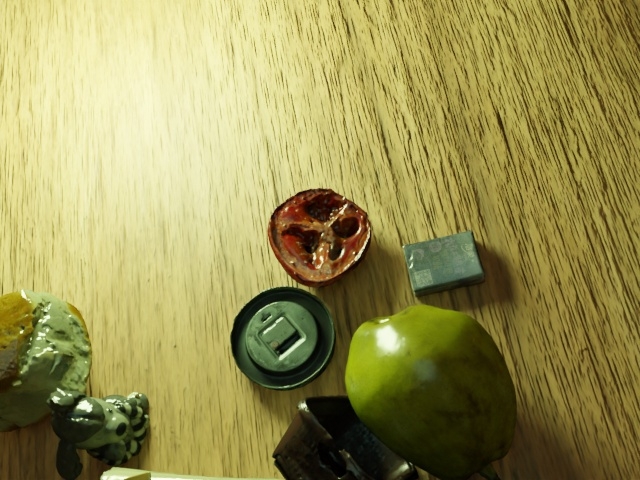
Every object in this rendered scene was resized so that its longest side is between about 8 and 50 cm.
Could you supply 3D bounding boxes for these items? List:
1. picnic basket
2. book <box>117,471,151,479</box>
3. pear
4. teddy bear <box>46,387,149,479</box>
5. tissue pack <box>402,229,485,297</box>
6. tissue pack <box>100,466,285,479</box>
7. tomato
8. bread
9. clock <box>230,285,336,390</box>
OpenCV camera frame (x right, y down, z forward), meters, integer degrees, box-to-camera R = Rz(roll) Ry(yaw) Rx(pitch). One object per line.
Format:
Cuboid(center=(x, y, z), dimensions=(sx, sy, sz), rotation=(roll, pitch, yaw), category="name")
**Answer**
Cuboid(center=(0.041, 0.399, 1.339), dimensions=(0.129, 0.297, 0.222), rotation=(-49, 64, 8), category="picnic basket")
Cuboid(center=(-0.371, 0.484, 1.286), dimensions=(0.172, 0.012, 0.118), rotation=(-18, 61, 5), category="book")
Cuboid(center=(0.217, 0.286, 1.355), dimensions=(0.287, 0.287, 0.375), rotation=(-33, 78, -5), category="pear")
Cuboid(center=(-0.439, 0.387, 1.462), dimensions=(0.144, 0.251, 0.171), rotation=(7, 82, 16), category="teddy bear")
Cuboid(center=(0.263, 0.050, 1.570), dimensions=(0.156, 0.051, 0.112), rotation=(-13, 67, 5), category="tissue pack")
Cuboid(center=(-0.218, 0.573, 1.335), dimensions=(0.380, 0.207, 0.297), rotation=(2, 68, 12), category="tissue pack")
Cuboid(center=(0.000, 0.003, 1.619), dimensions=(0.228, 0.101, 0.228), rotation=(-1, 67, 2), category="tomato")
Cuboid(center=(-0.637, 0.255, 1.552), dimensions=(0.279, 0.225, 0.250), rotation=(-25, 57, 9), category="bread")
Cuboid(center=(-0.078, 0.208, 1.566), dimensions=(0.226, 0.049, 0.226), rotation=(-4, 64, 9), category="clock")
